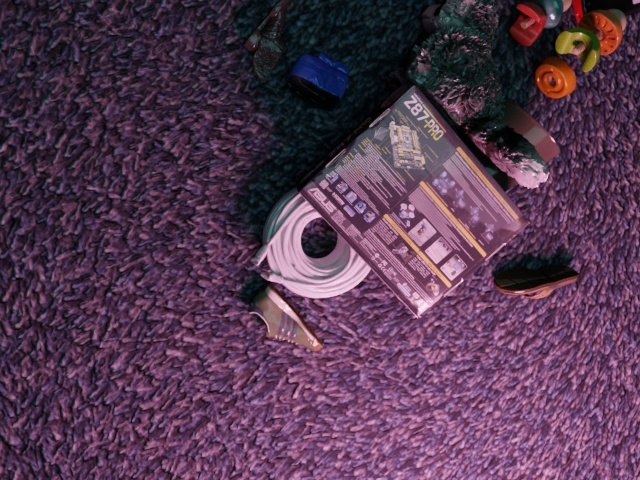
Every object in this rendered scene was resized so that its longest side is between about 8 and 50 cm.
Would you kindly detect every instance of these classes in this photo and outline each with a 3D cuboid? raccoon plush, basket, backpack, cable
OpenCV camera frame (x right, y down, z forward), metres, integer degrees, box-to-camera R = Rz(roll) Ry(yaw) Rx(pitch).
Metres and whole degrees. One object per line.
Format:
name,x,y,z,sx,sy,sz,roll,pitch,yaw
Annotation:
raccoon plush,0.371,-0.346,1.492,0.446,0.216,0.299,43,86,5
basket,0.384,-0.182,1.577,0.227,0.154,0.204,-45,61,3
backpack,-0.007,-0.345,1.488,0.120,0.098,0.101,22,71,-8
cable,0.000,0.000,1.543,0.257,0.089,0.257,27,90,-17

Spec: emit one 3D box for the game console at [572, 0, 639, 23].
game console,0.748,-0.718,1.650,0.386,0.060,0.342,-18,107,-11

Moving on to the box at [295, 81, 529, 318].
box,0.193,-0.078,1.460,0.318,0.097,0.395,-42,107,8

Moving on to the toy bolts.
toy bolts,0.561,-0.471,1.597,0.158,0.218,0.228,-38,73,-20

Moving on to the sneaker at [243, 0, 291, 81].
sneaker,-0.097,-0.427,1.477,0.089,0.051,0.170,40,92,-16

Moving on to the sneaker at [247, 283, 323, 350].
sneaker,-0.085,0.192,1.566,0.086,0.064,0.192,-39,105,2

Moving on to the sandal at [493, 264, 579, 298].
sandal,0.528,0.107,1.706,0.219,0.090,0.060,-9,122,-20
